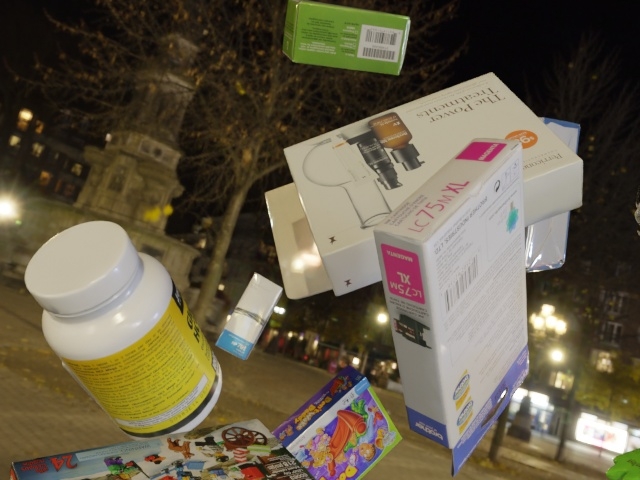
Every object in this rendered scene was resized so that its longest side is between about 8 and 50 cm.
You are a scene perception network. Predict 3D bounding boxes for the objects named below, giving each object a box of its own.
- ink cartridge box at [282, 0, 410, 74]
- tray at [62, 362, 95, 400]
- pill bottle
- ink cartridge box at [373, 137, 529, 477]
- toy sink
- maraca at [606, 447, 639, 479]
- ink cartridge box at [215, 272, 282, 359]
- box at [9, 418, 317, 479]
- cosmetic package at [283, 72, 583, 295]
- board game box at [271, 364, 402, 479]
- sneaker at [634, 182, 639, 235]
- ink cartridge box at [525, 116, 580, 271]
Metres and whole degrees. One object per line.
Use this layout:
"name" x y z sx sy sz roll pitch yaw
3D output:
"ink cartridge box" 0.028 -0.372 1.105 0.189 0.097 0.255 4 21 -13
"tray" -0.486 0.249 1.276 0.030 0.145 0.270 -9 -30 -8
"pill bottle" -0.283 0.139 0.915 0.188 0.188 0.334 11 -41 27
"ink cartridge box" 0.149 0.074 0.637 0.065 0.186 0.311 14 -49 40
"toy sink" 0.000 0.000 1.261 0.153 0.234 0.131 -19 -18 14
"maraca" 0.398 0.217 0.661 0.186 0.099 0.127 -26 -12 -2
"ink cartridge box" -0.169 0.185 1.484 0.082 0.190 0.139 29 -11 2
"box" -0.113 0.222 0.505 0.233 0.044 0.159 2 16 -39
"cosmetic package" 0.154 -0.100 0.951 0.377 0.284 0.097 -21 -46 0
"board game box" 0.008 0.501 1.473 0.078 0.347 0.233 24 -32 57
"sneaker" 0.506 0.004 0.800 0.118 0.292 0.110 -5 -38 0
"ink cartridge box" 0.279 -0.105 1.223 0.151 0.270 0.395 0 7 -43
